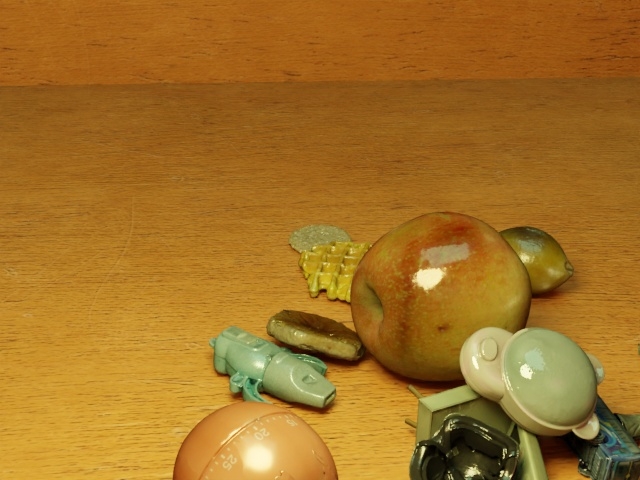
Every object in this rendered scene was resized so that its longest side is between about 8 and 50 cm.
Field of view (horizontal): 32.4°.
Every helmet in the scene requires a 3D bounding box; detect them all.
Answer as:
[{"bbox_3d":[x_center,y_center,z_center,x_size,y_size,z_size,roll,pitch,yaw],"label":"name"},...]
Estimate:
[{"bbox_3d":[0.224,0.366,1.705,0.153,0.107,0.177,27,54,36],"label":"helmet"}]

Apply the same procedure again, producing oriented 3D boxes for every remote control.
[{"bbox_3d":[0.325,0.380,1.699,0.038,0.090,0.309,12,26,-5],"label":"remote control"}]

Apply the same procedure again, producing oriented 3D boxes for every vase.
[{"bbox_3d":[0.582,0.315,1.884,0.167,0.059,0.059,-4,26,-12],"label":"vase"}]

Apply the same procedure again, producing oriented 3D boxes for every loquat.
[{"bbox_3d":[0.444,0.044,2.342,0.195,0.152,0.152,10,26,35],"label":"loquat"}]

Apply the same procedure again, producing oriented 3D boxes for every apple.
[{"bbox_3d":[0.207,0.107,2.000,0.277,0.319,0.319,-19,32,-26],"label":"apple"}]

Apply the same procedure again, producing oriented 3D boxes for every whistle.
[{"bbox_3d":[-0.093,0.230,1.979,0.274,0.093,0.186,22,30,29],"label":"whistle"}]

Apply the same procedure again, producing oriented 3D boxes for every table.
[{"bbox_3d":[0.254,0.281,1.858,0.240,0.121,0.111,-11,29,-27],"label":"table"}]

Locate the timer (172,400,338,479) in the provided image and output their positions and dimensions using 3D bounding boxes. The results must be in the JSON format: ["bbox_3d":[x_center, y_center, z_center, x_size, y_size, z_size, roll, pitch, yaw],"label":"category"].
[{"bbox_3d":[-0.091,0.350,1.569,0.230,0.229,0.215,-17,41,-34],"label":"timer"}]

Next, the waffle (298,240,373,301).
[{"bbox_3d":[0.052,0.067,2.360,0.219,0.057,0.229,7,27,12],"label":"waffle"}]

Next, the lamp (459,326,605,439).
[{"bbox_3d":[0.346,0.213,1.770,0.246,0.108,0.179,22,49,-5],"label":"lamp"}]

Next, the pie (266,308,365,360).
[{"bbox_3d":[-0.009,0.177,2.084,0.195,0.046,0.195,16,8,-2],"label":"pie"}]

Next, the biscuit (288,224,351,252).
[{"bbox_3d":[0.000,0.000,2.537,0.152,0.020,0.152,2,27,-1],"label":"biscuit"}]

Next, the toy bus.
[{"bbox_3d":[0.457,0.320,1.841,0.094,0.079,0.236,-3,26,-12],"label":"toy bus"}]

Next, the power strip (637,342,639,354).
[{"bbox_3d":[0.654,0.217,2.127,0.083,0.027,0.017,15,31,24],"label":"power strip"}]
